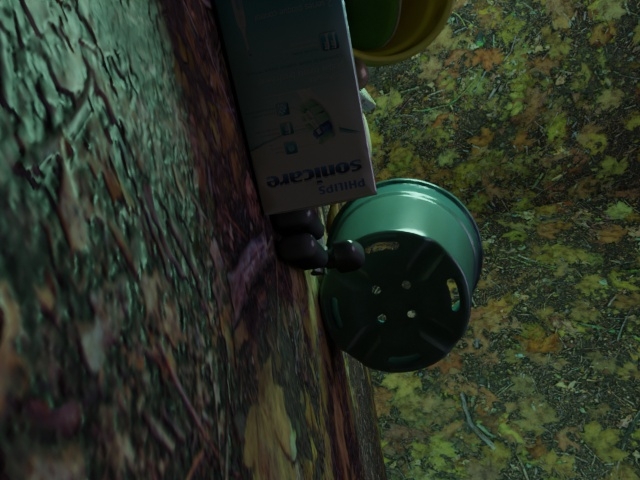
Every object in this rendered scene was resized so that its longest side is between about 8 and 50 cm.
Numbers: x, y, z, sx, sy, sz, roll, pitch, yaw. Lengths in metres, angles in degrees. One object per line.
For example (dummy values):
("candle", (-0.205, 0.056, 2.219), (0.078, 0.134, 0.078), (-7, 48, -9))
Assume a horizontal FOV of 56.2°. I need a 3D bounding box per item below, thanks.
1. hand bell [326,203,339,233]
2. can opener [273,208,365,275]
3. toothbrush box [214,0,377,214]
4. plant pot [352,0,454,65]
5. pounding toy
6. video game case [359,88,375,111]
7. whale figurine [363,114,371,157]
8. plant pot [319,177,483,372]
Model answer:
("hand bell", (0.039, -0.118, 1.612), (0.126, 0.126, 0.241), (24, 67, -85))
("can opener", (0.000, 0.000, 0.796), (0.280, 0.093, 0.074), (33, 47, -77))
("toothbrush box", (-0.026, -0.200, 0.671), (0.216, 0.126, 0.295), (-85, 165, -74))
("plant pot", (0.085, -0.440, 1.081), (0.239, 0.254, 0.253), (-123, -160, -75))
("pounding toy", (0.007, -0.321, 0.820), (0.183, 0.110, 0.237), (59, -21, 19))
("video game case", (0.001, -0.349, 1.103), (0.227, 0.026, 0.206), (56, 18, 16))
("whale figurine", (0.013, -0.229, 1.422), (0.272, 0.141, 0.216), (-170, -113, -68))
("plant pot", (0.151, 0.069, 1.148), (0.334, 0.341, 0.341), (-51, 131, -74))
